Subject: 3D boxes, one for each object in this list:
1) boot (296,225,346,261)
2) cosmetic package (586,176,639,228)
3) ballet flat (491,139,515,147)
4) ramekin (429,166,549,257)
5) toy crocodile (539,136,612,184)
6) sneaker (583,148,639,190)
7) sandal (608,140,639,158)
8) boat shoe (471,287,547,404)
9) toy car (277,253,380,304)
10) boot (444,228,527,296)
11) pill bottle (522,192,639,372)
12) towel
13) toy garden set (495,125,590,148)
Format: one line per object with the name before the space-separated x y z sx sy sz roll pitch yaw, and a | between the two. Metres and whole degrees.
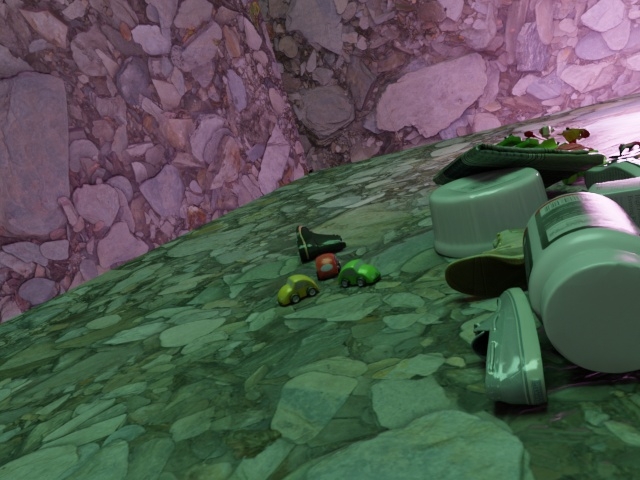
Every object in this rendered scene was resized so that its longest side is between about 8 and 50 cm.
boot | 0.000 0.000 1.555 0.137 0.076 0.198 -13 26 0
cosmetic package | 0.595 -0.052 0.884 0.231 0.117 0.085 -8 16 38
ballet flat | 0.685 -0.322 1.932 0.281 0.096 0.095 -22 13 -23
ramekin | 0.386 -0.072 1.191 0.277 0.135 0.277 -16 13 4
toy crocodile | 0.731 -0.236 1.494 0.115 0.105 0.340 -15 14 9
sneaker | 0.667 -0.125 1.069 0.128 0.126 0.321 -20 11 11
sandal | 0.943 -0.284 1.565 0.179 0.040 0.067 -21 14 -17
boat shoe | 0.237 0.128 0.672 0.081 0.079 0.227 -8 18 17
toy car | 0.034 0.075 1.207 0.225 0.053 0.239 -8 16 36
boot | 0.331 0.034 0.952 0.213 0.077 0.165 -10 15 9
pill bottle | 0.359 0.044 0.685 0.161 0.161 0.283 -12 14 22
towel | 0.492 -0.190 1.329 0.325 0.056 0.312 3 -8 -5
toy garden set | 0.727 -0.335 1.702 0.245 0.049 0.204 4 -12 -15
